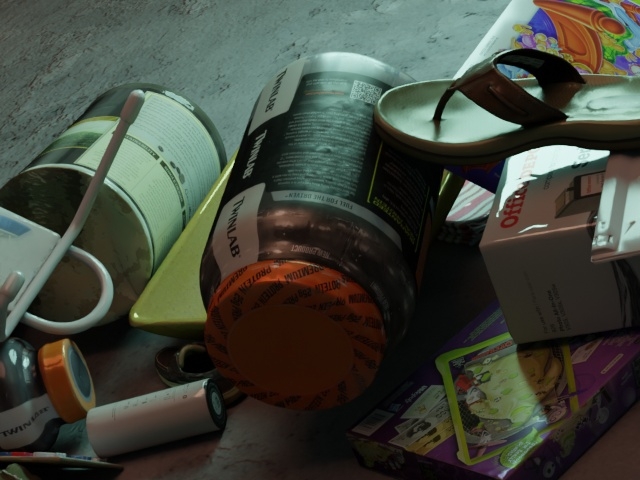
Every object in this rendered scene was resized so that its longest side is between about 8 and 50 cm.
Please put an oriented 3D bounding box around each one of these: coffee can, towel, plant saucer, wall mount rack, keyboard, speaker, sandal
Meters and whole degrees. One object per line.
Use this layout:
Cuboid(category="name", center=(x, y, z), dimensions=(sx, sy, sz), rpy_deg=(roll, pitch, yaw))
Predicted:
Cuboid(category="coffee can", center=(-0.246, -0.047, 2.175), dimensions=(0.202, 0.201, 0.275), rpy_deg=(-12, 20, 21))
Cuboid(category="towel", center=(0.157, -0.054, 2.105), dimensions=(0.144, 0.029, 0.197), rpy_deg=(-35, 28, -27))
Cuboid(category="plant saucer", center=(0.000, 0.000, 2.027), dimensions=(0.333, 0.081, 0.333), rpy_deg=(-4, 40, 36))
Cuboid(category="wall mount rack", center=(-0.355, -0.062, 1.964), dimensions=(0.350, 0.130, 0.304), rpy_deg=(25, 55, 5))
Cuboid(category="keyboard", center=(0.288, -0.058, 1.642), dimensions=(0.072, 0.014, 0.256), rpy_deg=(-7, 32, 19))
Cuboid(category="speaker", center=(-0.168, 0.181, 1.875), dimensions=(0.136, 0.055, 0.055), rpy_deg=(-16, 26, 14))
Cuboid(category="sandal", center=(0.197, -0.139, 1.712), dimensions=(0.303, 0.086, 0.120), rpy_deg=(-4, 37, 15))

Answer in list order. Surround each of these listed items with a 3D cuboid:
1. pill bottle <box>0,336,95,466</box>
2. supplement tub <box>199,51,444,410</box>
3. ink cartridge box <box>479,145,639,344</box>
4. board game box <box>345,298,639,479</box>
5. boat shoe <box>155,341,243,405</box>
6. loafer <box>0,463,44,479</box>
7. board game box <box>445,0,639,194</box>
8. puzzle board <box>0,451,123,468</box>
Cuboid(category="pill bottle", center=(-0.364, 0.181, 1.946), dimensions=(0.246, 0.130, 0.130), rpy_deg=(-19, 26, 7))
Cuboid(category="supplement tub", center=(0.003, -0.011, 1.773), dimensions=(0.207, 0.207, 0.338), rpy_deg=(-11, 36, 22))
Cuboid(category="ink cartridge box", center=(0.311, -0.026, 1.712), dimensions=(0.289, 0.121, 0.211), rpy_deg=(-11, 29, 23))
Cuboid(category="board game box", center=(0.211, 0.114, 1.717), dimensions=(0.347, 0.056, 0.208), rpy_deg=(-38, 25, -29))
Cuboid(category="boat shoe", center=(-0.131, 0.131, 1.950), dimensions=(0.056, 0.049, 0.152), rpy_deg=(-36, 28, -26))
Cuboid(category="loafer", center=(-0.296, 0.254, 1.790), dimensions=(0.251, 0.094, 0.087), rpy_deg=(4, 36, 46))
Cuboid(category="board game box", center=(0.280, -0.157, 2.006), dimensions=(0.233, 0.078, 0.347), rpy_deg=(27, 42, 9))
Cuboid(category="puzzle board", center=(-0.279, 0.222, 1.863), dimensions=(0.128, 0.011, 0.096), rpy_deg=(-3, -12, 34))
